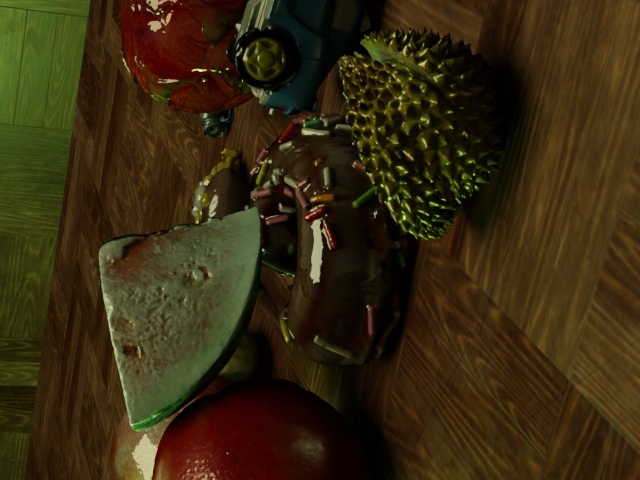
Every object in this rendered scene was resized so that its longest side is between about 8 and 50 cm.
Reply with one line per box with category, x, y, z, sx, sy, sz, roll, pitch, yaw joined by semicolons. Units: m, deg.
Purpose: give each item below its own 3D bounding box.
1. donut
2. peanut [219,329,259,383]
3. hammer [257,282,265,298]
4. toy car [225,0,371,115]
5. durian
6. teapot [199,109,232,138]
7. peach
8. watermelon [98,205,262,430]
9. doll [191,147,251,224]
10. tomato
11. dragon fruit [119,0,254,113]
donut;0.002;-0.023;1.608;0.345;0.136;0.259;-125;40;-57
peanut;-0.171;0.172;2.036;0.274;0.125;0.111;-3;67;69
hammer;-0.150;0.082;1.930;0.168;0.044;0.440;-57;11;7
toy car;-0.015;-0.312;1.653;0.198;0.165;0.314;-127;53;-73
durian;0.123;-0.107;1.321;0.237;0.137;0.194;51;-154;-54
teapot;-0.179;-0.222;2.252;0.049;0.063;0.083;66;-169;-61
peach;-0.062;0.300;1.528;0.362;0.257;0.201;-109;25;-53
watermelon;-0.209;0.103;1.599;0.319;0.213;0.290;-29;30;45
doll;-0.165;-0.062;2.114;0.188;0.096;0.145;-108;36;-65
tomato;-0.188;0.331;1.873;0.270;0.227;0.270;35;135;45
dragon fruit;-0.165;-0.335;1.920;0.277;0.277;0.343;-122;43;-57
